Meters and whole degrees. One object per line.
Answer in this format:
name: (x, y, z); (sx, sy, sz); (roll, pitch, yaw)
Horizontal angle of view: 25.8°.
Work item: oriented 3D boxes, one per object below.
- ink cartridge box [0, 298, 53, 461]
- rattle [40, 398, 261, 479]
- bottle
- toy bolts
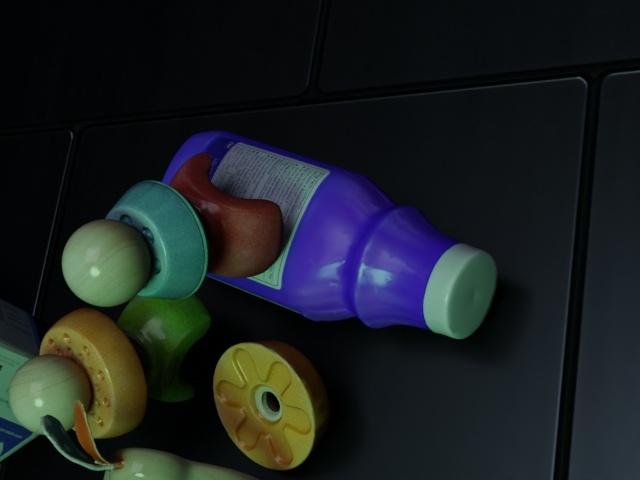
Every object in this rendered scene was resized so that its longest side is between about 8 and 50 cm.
ink cartridge box: (-0.361, 0.169, 1.163); (0.333, 0.165, 0.065); (-35, 56, 12)
rattle: (-0.124, 0.209, 0.982); (0.130, 0.200, 0.142); (14, 77, 34)
bottle: (0.000, 0.000, 1.067); (0.283, 0.092, 0.118); (19, 84, 35)
toy bolts: (-0.111, 0.072, 1.005); (0.218, 0.158, 0.228); (31, 124, 29)
